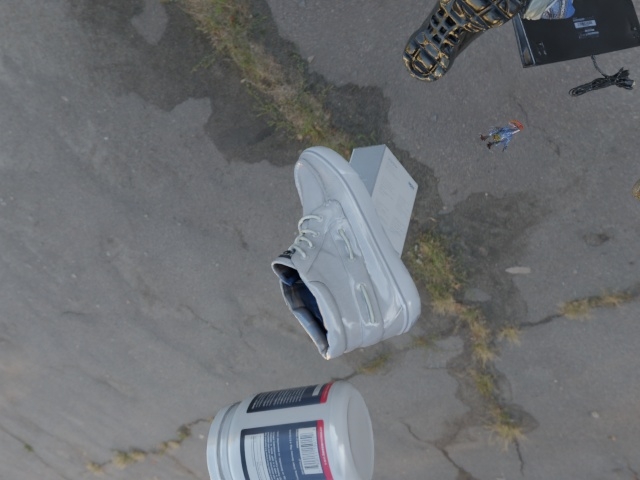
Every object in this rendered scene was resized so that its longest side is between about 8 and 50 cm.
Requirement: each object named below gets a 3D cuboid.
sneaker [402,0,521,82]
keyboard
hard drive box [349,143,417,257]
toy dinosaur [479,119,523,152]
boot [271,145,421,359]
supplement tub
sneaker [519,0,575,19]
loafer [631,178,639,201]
[{"bbox_3d":[0.208,-0.335,0.560,0.101,0.106,0.267,40,163,-10],"label":"sneaker"},{"bbox_3d":[0.504,-0.367,0.762,0.033,0.317,0.201,161,92,-71],"label":"keyboard"},{"bbox_3d":[0.126,-0.069,0.918,0.089,0.232,0.181,3,157,41],"label":"hard drive box"},{"bbox_3d":[0.330,-0.197,0.722,0.047,0.090,0.082,53,144,-12],"label":"toy dinosaur"},{"bbox_3d":[0.000,0.000,0.454,0.258,0.123,0.095,61,150,24],"label":"boot"},{"bbox_3d":[-0.051,0.379,0.755,0.272,0.191,0.191,-15,118,18],"label":"supplement tub"},{"bbox_3d":[0.240,-0.272,0.364,0.058,0.052,0.135,13,138,-1],"label":"sneaker"},{"bbox_3d":[0.413,-0.036,0.424,0.148,0.050,0.056,7,142,6],"label":"loafer"}]
